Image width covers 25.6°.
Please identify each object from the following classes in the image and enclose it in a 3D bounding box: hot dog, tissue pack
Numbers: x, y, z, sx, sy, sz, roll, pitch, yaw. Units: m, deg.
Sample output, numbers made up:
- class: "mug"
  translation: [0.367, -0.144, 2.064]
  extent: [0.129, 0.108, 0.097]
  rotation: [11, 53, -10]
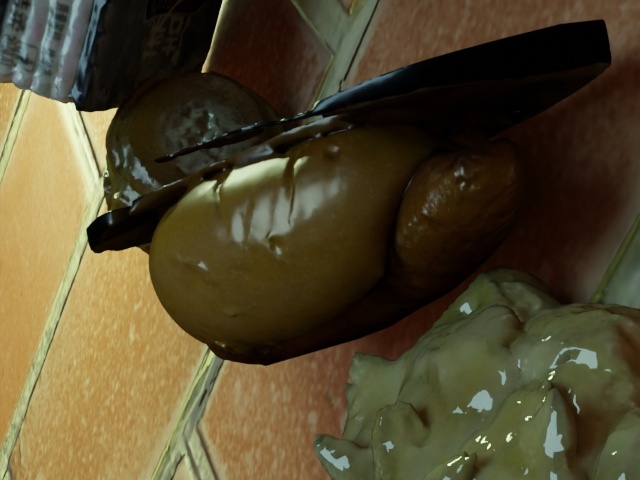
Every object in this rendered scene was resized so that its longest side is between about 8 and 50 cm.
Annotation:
- class: "hot dog"
  translation: [0.004, -0.001, 0.721]
  extent: [0.326, 0.194, 0.107]
  rotation: [-25, 81, 64]
- class: "tissue pack"
  translation: [-0.118, -0.280, 0.990]
  extent: [0.259, 0.122, 0.361]
  rotation: [-35, -37, -72]

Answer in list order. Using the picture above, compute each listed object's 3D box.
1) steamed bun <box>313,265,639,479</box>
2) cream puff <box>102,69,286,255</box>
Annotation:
- class: "steamed bun"
  translation: [0.064, 0.147, 0.609]
  extent: [0.292, 0.137, 0.295]
  rotation: [-34, 54, 58]
- class: "cream puff"
  translation: [-0.086, -0.042, 0.963]
  extent: [0.103, 0.126, 0.144]
  rotation: [108, 165, -50]
